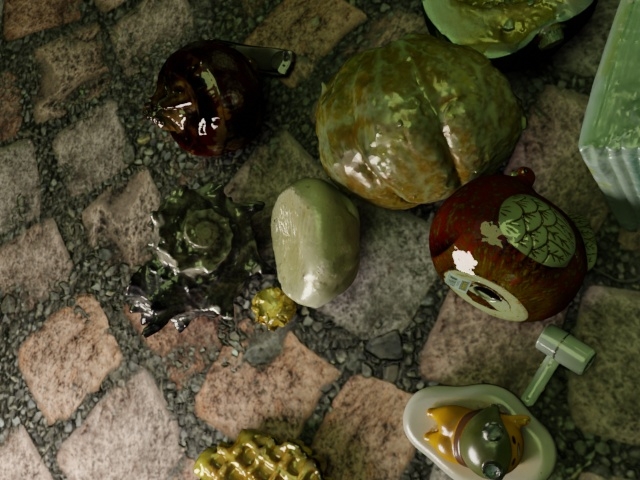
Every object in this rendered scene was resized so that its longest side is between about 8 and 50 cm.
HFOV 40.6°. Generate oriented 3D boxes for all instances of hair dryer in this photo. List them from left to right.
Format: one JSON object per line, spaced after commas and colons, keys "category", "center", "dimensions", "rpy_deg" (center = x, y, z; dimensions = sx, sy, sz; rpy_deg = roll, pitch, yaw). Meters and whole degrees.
{"category": "hair dryer", "center": [0.355, 0.206, 1.336], "dimensions": [0.082, 0.047, 0.137], "rpy_deg": [34, 98, 27]}

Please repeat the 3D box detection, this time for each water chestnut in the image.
{"category": "water chestnut", "center": [-0.217, -0.262, 1.622], "dimensions": [0.224, 0.238, 0.223], "rpy_deg": [30, 131, 41]}

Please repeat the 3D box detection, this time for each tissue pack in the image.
{"category": "tissue pack", "center": [0.485, -0.181, 1.183], "dimensions": [0.162, 0.388, 0.287], "rpy_deg": [16, 84, 29]}

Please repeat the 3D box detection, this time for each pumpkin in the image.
{"category": "pumpkin", "center": [0.316, -0.402, 1.432], "dimensions": [0.293, 0.197, 0.263], "rpy_deg": [-27, 76, 8]}

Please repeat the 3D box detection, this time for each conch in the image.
{"category": "conch", "center": [-0.227, 0.032, 1.537], "dimensions": [0.313, 0.241, 0.186], "rpy_deg": [-53, 36, 0]}

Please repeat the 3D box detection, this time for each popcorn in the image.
{"category": "popcorn", "center": [-0.084, 0.123, 1.549], "dimensions": [0.082, 0.057, 0.083], "rpy_deg": [-6, 70, 16]}

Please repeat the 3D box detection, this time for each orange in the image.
{"category": "orange", "center": [0.120, -0.180, 1.385], "dimensions": [0.369, 0.210, 0.270], "rpy_deg": [-10, 103, 48]}

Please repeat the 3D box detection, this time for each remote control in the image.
{"category": "remote control", "center": [-0.147, -0.364, 1.722], "dimensions": [0.212, 0.028, 0.059], "rpy_deg": [13, 81, 27]}

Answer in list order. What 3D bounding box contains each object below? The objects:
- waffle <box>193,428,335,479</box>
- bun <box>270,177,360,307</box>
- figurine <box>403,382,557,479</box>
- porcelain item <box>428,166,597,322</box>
{"category": "waffle", "center": [-0.104, 0.469, 1.466], "dimensions": [0.301, 0.058, 0.281], "rpy_deg": [7, 78, 27]}
{"category": "bun", "center": [0.000, 0.000, 1.489], "dimensions": [0.231, 0.133, 0.230], "rpy_deg": [175, 90, -66]}
{"category": "figurine", "center": [0.218, 0.303, 1.305], "dimensions": [0.250, 0.141, 0.166], "rpy_deg": [6, 90, 28]}
{"category": "porcelain item", "center": [0.296, -0.009, 1.320], "dimensions": [0.253, 0.253, 0.252], "rpy_deg": [-6, 74, 23]}
